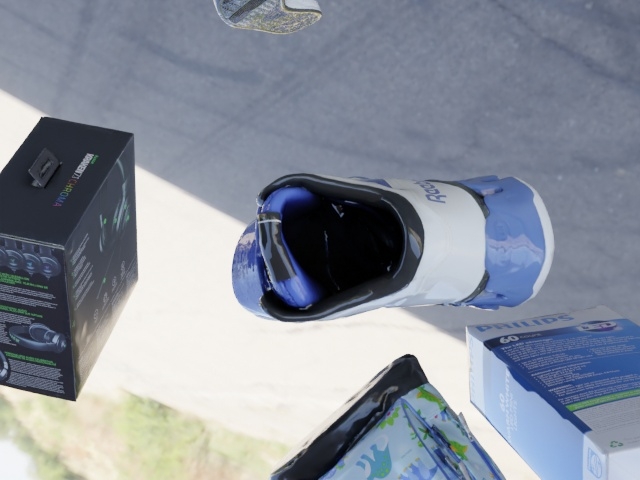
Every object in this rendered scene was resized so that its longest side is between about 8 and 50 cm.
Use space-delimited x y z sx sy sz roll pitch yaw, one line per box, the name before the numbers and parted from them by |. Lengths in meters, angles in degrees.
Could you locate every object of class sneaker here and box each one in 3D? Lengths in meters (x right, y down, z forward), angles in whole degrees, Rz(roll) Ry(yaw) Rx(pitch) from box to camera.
sneaker | -0.105 -0.449 1.710 0.124 0.178 0.295 -24 173 22
sneaker | 0.001 0.000 0.811 0.182 0.127 0.315 3 174 -39

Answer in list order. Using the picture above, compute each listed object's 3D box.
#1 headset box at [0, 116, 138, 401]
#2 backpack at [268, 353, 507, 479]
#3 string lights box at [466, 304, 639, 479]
headset box | -0.334 0.014 1.342 0.131 0.246 0.283 11 131 5
backpack | 0.131 0.384 1.451 0.355 0.290 0.273 49 -170 2
string lights box | 0.216 0.127 0.790 0.133 0.077 0.260 -8 -165 -10
